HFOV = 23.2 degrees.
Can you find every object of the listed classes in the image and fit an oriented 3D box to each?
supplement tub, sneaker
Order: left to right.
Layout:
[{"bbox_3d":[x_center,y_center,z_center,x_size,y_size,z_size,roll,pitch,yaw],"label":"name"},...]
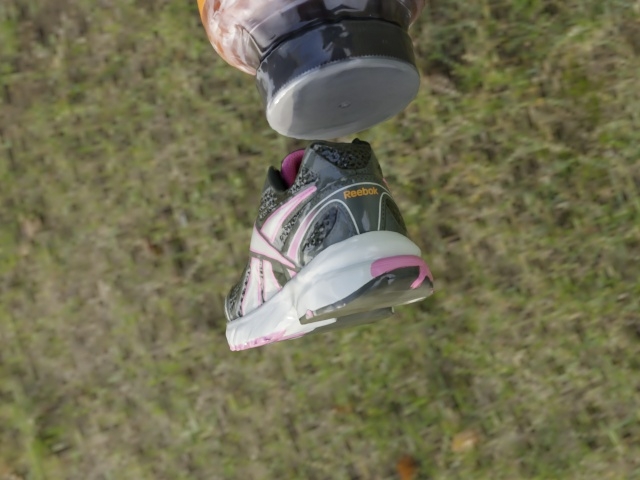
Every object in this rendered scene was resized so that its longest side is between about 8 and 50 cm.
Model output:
[{"bbox_3d":[-0.012,-0.147,0.712,0.106,0.106,0.198,-38,59,46],"label":"supplement tub"},{"bbox_3d":[0.000,0.000,0.679,0.178,0.072,0.077,150,109,-66],"label":"sneaker"}]
